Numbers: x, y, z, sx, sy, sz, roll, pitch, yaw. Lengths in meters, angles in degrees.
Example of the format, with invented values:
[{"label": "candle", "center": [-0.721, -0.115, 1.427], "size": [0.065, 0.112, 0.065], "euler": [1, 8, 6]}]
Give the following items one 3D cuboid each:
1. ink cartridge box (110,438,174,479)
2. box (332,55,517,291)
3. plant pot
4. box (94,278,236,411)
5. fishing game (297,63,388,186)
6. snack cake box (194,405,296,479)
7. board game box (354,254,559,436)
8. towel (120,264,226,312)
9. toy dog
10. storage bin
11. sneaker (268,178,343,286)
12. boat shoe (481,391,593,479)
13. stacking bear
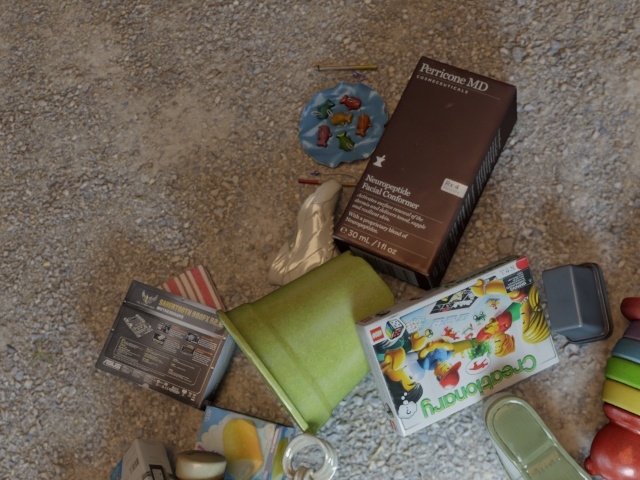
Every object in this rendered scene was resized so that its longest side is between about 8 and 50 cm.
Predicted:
[{"label": "ink cartridge box", "center": [-0.305, 0.453, 1.415], "size": [0.104, 0.060, 0.180], "euler": [-54, 39, 19]}, {"label": "box", "center": [0.195, -0.118, 1.452], "size": [0.191, 0.143, 0.381], "euler": [22, 77, 19]}, {"label": "plant pot", "center": [0.002, 0.158, 1.383], "size": [0.254, 0.276, 0.276], "euler": [-37, 68, -10]}, {"label": "box", "center": [-0.282, 0.195, 1.509], "size": [0.231, 0.056, 0.183], "euler": [17, 76, 17]}, {"label": "fishing game", "center": [0.042, -0.232, 1.585], "size": [0.189, 0.041, 0.264], "euler": [7, 76, 19]}, {"label": "snack cake box", "center": [-0.156, 0.439, 1.417], "size": [0.152, 0.089, 0.264], "euler": [11, 78, 17]}, {"label": "board game box", "center": [0.227, 0.166, 1.313], "size": [0.305, 0.053, 0.192], "euler": [-22, 98, -16]}, {"label": "towel", "center": [-0.283, 0.150, 1.570], "size": [0.197, 0.029, 0.144], "euler": [-28, 70, 3]}, {"label": "toy dog", "center": [-0.129, 0.433, 1.244], "size": [0.334, 0.161, 0.220], "euler": [-14, 84, 25]}, {"label": "storage bin", "center": [0.416, 0.102, 1.347], "size": [0.098, 0.091, 0.135], "euler": [-19, 67, 39]}, {"label": "sneaker", "center": [0.000, 0.000, 1.513], "size": [0.115, 0.090, 0.232], "euler": [26, 91, 13]}, {"label": "boat shoe", "center": [0.362, 0.376, 1.288], "size": [0.113, 0.103, 0.302], "euler": [-28, 88, 1]}, {"label": "stacking bear", "center": [0.514, 0.250, 1.262], "size": [0.175, 0.164, 0.289], "euler": [21, 85, 20]}]
